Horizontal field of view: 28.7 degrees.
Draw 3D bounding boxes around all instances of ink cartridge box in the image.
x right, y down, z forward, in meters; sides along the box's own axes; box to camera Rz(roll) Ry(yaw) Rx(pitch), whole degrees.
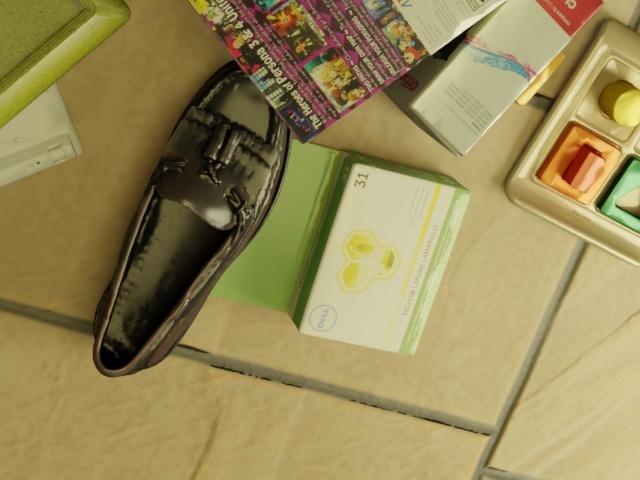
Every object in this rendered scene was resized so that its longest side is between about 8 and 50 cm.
[{"bbox_3d":[0.000,0.000,1.140,0.235,0.056,0.171,13,105,-21],"label":"ink cartridge box"},{"bbox_3d":[0.137,-0.171,1.074,0.072,0.127,0.175,40,95,-24],"label":"ink cartridge box"}]

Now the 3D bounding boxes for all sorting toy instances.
[{"bbox_3d":[0.295,-0.086,1.192,0.348,0.047,0.196,25,101,-22],"label":"sorting toy"}]

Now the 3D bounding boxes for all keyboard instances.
[{"bbox_3d":[-0.331,-0.058,1.052,0.256,0.014,0.072,-22,108,-7],"label":"keyboard"}]

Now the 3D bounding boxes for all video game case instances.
[{"bbox_3d":[0.003,-0.221,0.968,0.210,0.042,0.232,-36,118,9],"label":"video game case"}]

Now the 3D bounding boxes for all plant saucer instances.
[{"bbox_3d":[-0.268,-0.191,0.981,0.188,0.045,0.188,-43,114,-11],"label":"plant saucer"}]

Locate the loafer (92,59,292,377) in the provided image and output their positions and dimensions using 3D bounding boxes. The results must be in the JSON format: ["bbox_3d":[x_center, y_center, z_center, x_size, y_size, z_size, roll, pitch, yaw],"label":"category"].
[{"bbox_3d":[-0.110,-0.012,1.071,0.109,0.095,0.302,27,102,-2],"label":"loafer"}]
